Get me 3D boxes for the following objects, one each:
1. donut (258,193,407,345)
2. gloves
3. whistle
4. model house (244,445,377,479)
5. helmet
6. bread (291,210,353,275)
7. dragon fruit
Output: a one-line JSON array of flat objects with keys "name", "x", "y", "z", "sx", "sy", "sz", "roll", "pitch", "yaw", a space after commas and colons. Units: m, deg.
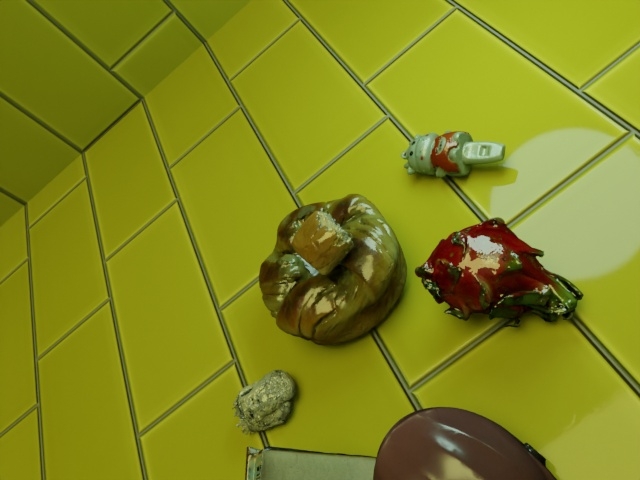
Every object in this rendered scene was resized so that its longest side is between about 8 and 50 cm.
[{"name": "donut", "x": 0.026, "y": 0.060, "z": 1.317, "sx": 0.360, "sy": 0.170, "sz": 0.361, "roll": -18, "pitch": 55, "yaw": 28}, {"name": "gloves", "x": -0.120, "y": 0.354, "z": 1.298, "sx": 0.153, "sy": 0.070, "sz": 0.114, "roll": -33, "pitch": 48, "yaw": 11}, {"name": "whistle", "x": 0.291, "y": -0.195, "z": 1.339, "sx": 0.253, "sy": 0.105, "sz": 0.102, "roll": 7, "pitch": 107, "yaw": 37}, {"name": "model house", "x": -0.031, "y": 0.482, "z": 1.083, "sx": 0.206, "sy": 0.270, "sz": 0.178, "roll": 131, "pitch": 143, "yaw": -52}, {"name": "helmet", "x": 0.223, "y": 0.405, "z": 0.940, "sx": 0.271, "sy": 0.197, "sz": 0.338, "roll": -47, "pitch": 45, "yaw": -3}, {"name": "bread", "x": 0.000, "y": 0.000, "z": 1.200, "sx": 0.106, "sy": 0.082, "sz": 0.125, "roll": -43, "pitch": 46, "yaw": 0}, {"name": "dragon fruit", "x": 0.321, "y": 0.082, "z": 1.095, "sx": 0.200, "sy": 0.198, "sz": 0.269, "roll": -40, "pitch": 60, "yaw": -7}]
